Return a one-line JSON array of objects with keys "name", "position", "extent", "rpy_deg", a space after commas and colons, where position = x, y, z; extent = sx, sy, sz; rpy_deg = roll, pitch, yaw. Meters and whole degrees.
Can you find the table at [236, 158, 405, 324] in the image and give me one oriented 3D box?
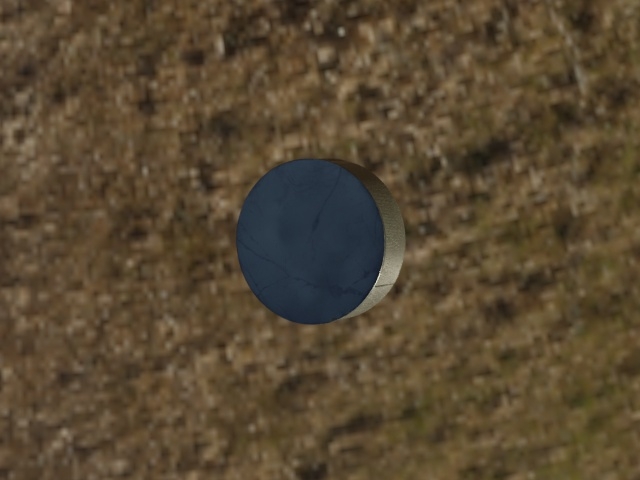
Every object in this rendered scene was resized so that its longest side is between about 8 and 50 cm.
[{"name": "table", "position": [0.000, 0.000, 1.479], "extent": [0.133, 0.133, 0.043], "rpy_deg": [-31, 169, 26]}]
